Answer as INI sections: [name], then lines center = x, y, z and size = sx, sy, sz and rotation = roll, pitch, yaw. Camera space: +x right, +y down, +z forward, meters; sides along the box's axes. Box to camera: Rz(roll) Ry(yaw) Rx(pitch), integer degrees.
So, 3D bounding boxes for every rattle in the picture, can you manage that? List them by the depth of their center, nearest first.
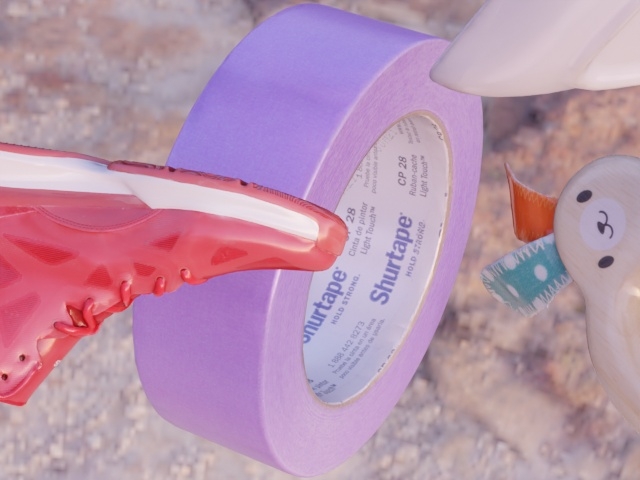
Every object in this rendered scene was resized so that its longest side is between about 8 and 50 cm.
[rattle]
center = 0.105, 0.012, 0.654
size = 0.143, 0.130, 0.200
rotation = -13, 34, -43

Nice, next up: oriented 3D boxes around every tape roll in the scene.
[tape roll]
center = 0.000, 0.000, 1.065
size = 0.090, 0.274, 0.275
rotation = 19, 40, 23

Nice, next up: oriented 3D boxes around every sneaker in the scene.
[sneaker]
center = -0.102, 0.024, 0.877
size = 0.221, 0.128, 0.087
rotation = 9, -1, 10

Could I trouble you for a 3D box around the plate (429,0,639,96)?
[plate]
center = 0.224, -0.149, 0.816
size = 0.278, 0.277, 0.045
rotation = -11, 68, -33
